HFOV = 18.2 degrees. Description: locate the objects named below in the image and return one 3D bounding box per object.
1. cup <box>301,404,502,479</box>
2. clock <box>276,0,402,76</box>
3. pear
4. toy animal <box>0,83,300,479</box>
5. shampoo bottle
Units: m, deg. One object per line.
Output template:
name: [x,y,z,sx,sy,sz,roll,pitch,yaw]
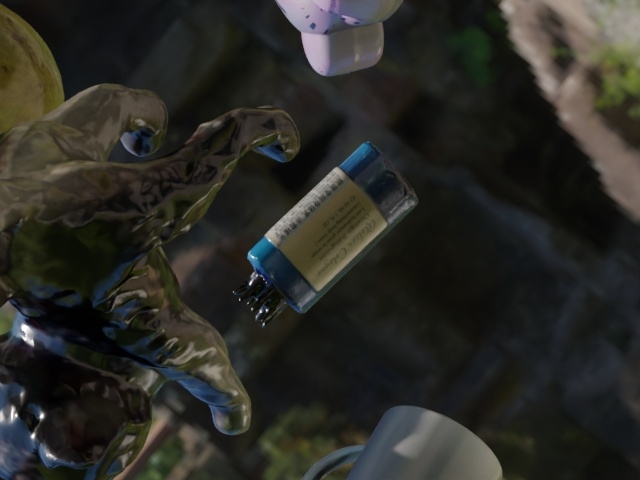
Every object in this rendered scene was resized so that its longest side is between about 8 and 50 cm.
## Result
cup: [0.049,0.200,1.434,0.099,0.133,0.136,41,150,-16]
clock: [0.001,-0.342,1.971,0.322,0.113,0.295,99,151,-55]
pear: [-0.440,-0.137,2.267,0.304,0.304,0.304,38,-179,-1]
toy animal: [-0.187,0.060,1.456,0.194,0.344,0.302,26,-144,29]
shampoo bottle: [0.000,0.000,1.772,0.050,0.183,0.087,42,174,48]
